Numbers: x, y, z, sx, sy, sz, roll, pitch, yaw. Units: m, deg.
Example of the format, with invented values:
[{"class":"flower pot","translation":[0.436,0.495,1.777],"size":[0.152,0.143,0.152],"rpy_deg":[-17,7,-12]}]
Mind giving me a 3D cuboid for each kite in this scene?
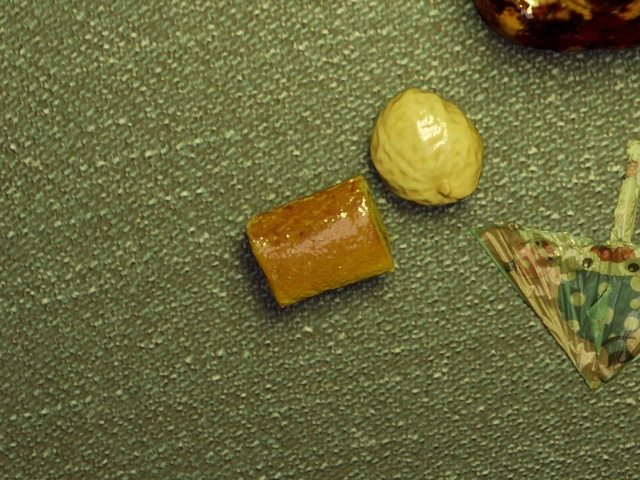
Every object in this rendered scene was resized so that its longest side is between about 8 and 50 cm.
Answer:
[{"class":"kite","translation":[0.394,0.039,1.969],"size":[0.406,0.014,0.368],"rpy_deg":[7,109,2]}]

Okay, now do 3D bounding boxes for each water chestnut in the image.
[{"class":"water chestnut","translation":[0.310,-0.371,1.678],"size":[0.335,0.347,0.335],"rpy_deg":[2,101,12]}]

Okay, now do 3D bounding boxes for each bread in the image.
[{"class":"bread","translation":[0.000,0.000,1.943],"size":[0.172,0.103,0.132],"rpy_deg":[-20,111,11]}]

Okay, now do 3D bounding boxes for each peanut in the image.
[{"class":"peanut","translation":[0.138,-0.115,1.889],"size":[0.159,0.109,0.140],"rpy_deg":[41,136,2]}]
